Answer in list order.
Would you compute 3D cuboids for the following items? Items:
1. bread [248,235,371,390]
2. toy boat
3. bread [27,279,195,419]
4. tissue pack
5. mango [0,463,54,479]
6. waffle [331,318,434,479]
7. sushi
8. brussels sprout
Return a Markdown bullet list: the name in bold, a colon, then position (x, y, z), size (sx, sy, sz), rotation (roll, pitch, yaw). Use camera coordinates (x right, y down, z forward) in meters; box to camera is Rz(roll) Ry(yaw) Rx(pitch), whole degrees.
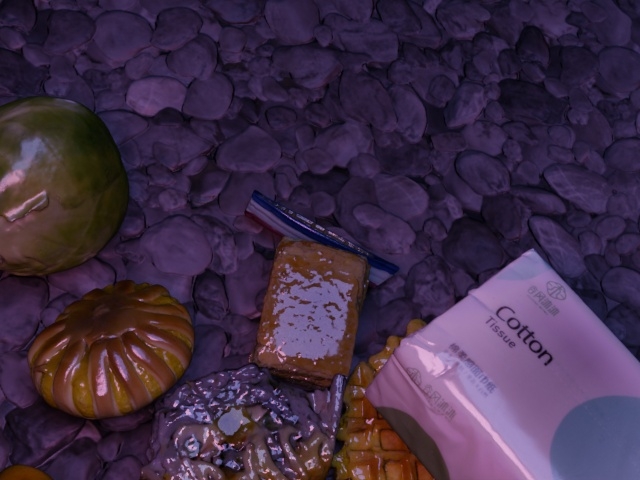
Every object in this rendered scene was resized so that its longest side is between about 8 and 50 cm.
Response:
- **bread**: position (-0.012, 0.093, 1.864), size (0.138, 0.102, 0.196), rotation (17, 73, -7)
- **toy boat**: position (0.000, 0.000, 1.957), size (0.229, 0.080, 0.046), rotation (30, 94, -3)
- **bread**: position (-0.257, 0.129, 1.754), size (0.213, 0.105, 0.213), rotation (-4, 36, 3)
- **tissue pack**: position (0.272, 0.229, 1.767), size (0.266, 0.194, 0.356), rotation (-32, 74, -33)
- **mango**: position (-0.341, 0.340, 1.671), size (0.111, 0.089, 0.163), rotation (9, 54, -10)
- **waffle**: position (0.171, 0.261, 1.873), size (0.312, 0.060, 0.307), rotation (29, 61, 2)
- **sushi**: position (-0.095, 0.257, 1.752), size (0.274, 0.139, 0.184), rotation (-14, 69, -20)
- **brussels sprout**: position (-0.362, -0.066, 1.800), size (0.244, 0.244, 0.244), rotation (7, 62, -13)
